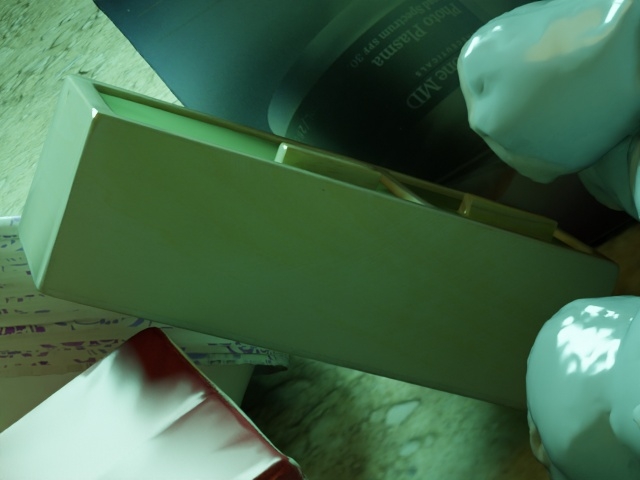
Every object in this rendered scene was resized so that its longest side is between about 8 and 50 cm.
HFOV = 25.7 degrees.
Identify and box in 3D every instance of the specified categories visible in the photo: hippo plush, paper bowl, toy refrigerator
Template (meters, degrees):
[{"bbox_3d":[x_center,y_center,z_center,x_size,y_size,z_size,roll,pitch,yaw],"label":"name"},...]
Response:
[{"bbox_3d":[0.197,0.007,0.549,0.294,0.234,0.236,-29,53,58],"label":"hippo plush"},{"bbox_3d":[-0.160,0.074,0.848,0.284,0.284,0.148,-14,77,45],"label":"paper bowl"},{"bbox_3d":[0.000,0.000,0.684,0.094,0.270,0.102,-70,21,10],"label":"toy refrigerator"}]

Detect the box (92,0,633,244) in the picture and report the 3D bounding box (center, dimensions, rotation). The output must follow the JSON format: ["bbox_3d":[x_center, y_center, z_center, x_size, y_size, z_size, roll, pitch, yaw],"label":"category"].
[{"bbox_3d":[0.079,-0.143,0.796,0.296,0.294,0.182,-32,27,17],"label":"box"}]

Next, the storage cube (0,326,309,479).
[{"bbox_3d":[-0.071,0.182,0.563,0.193,0.215,0.184,-37,22,-11],"label":"storage cube"}]
